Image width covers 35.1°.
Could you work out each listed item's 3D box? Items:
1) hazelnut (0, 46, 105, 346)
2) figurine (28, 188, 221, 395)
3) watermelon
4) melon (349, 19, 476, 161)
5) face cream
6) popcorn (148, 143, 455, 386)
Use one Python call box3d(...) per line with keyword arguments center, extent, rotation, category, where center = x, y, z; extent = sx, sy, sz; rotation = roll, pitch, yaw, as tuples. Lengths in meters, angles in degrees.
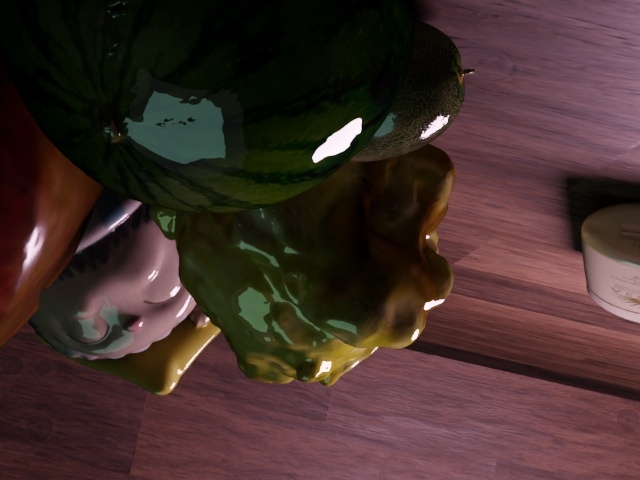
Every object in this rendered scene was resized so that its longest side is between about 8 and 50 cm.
box3d(center=(-0.359, -0.080, 0.864), extent=(0.402, 0.402, 0.429), rotation=(13, 179, -4), category="hazelnut")
box3d(center=(-0.240, -0.058, 1.250), extent=(0.266, 0.361, 0.377), rotation=(6, 134, 17), category="figurine")
box3d(center=(-0.065, -0.131, 0.593), extent=(0.242, 0.242, 0.242), rotation=(12, 168, 3), category="watermelon")
box3d(center=(0.044, -0.121, 0.815), extent=(0.167, 0.114, 0.114), rotation=(-7, 161, 23), category="melon")
box3d(center=(0.419, 0.040, 1.275), extent=(0.174, 0.081, 0.348), rotation=(9, 167, 17), category="face cream")
box3d(center=(-0.007, -0.007, 1.018), extent=(0.312, 0.312, 0.312), rotation=(12, 168, 3), category="popcorn")
